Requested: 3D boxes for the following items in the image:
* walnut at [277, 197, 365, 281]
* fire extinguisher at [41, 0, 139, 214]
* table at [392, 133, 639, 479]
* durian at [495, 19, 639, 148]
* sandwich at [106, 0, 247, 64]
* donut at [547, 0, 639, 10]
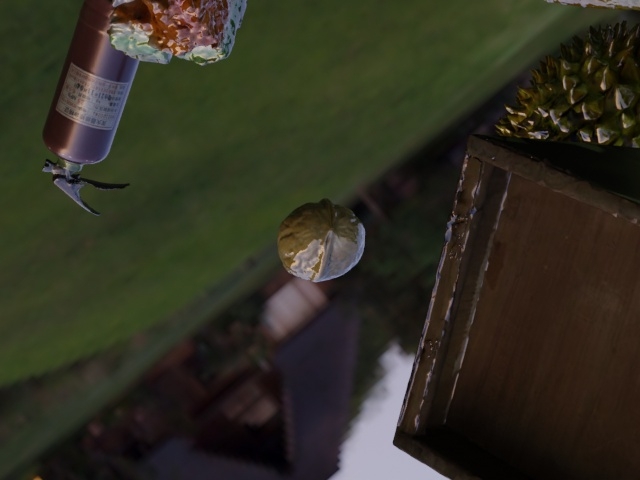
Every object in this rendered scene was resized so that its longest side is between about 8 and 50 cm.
[{"bbox_3d":[0.000,0.000,1.824,0.092,0.092,0.092,-41,-177,2],"label":"walnut"},{"bbox_3d":[-0.215,-0.135,1.877,0.071,0.099,0.231,-105,-148,-67],"label":"fire extinguisher"},{"bbox_3d":[0.165,0.048,0.935,0.193,0.172,0.169,0,109,-42],"label":"table"},{"bbox_3d":[0.284,-0.062,1.731,0.291,0.291,0.224,-39,-178,33],"label":"durian"},{"bbox_3d":[-0.114,-0.240,1.517,0.160,0.109,0.184,62,37,-65],"label":"sandwich"},{"bbox_3d":[0.167,-0.248,1.336,0.107,0.272,0.272,-65,-174,-7],"label":"donut"}]
